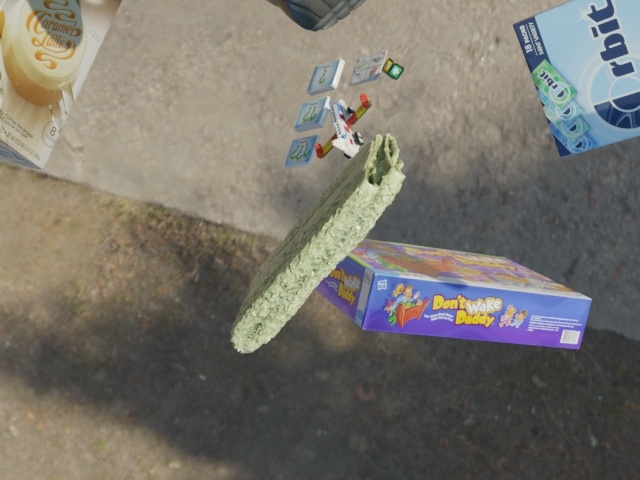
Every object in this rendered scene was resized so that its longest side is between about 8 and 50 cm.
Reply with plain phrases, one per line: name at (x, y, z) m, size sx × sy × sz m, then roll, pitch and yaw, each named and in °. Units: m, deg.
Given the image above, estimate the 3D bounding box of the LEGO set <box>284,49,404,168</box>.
LEGO set at (0.021, -0.205, 1.266) m, size 0.060 × 0.182 × 0.244 m, roll 26°, pitch 166°, yaw -31°

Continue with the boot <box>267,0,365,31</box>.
boot at (0.029, -0.368, 0.916) m, size 0.222 × 0.338 × 0.118 m, roll 41°, pitch 152°, yaw 36°

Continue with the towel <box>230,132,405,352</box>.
towel at (0.000, 0.000, 0.527) m, size 0.027 × 0.110 × 0.148 m, roll 39°, pitch 109°, yaw -8°

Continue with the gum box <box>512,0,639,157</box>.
gum box at (0.313, -0.186, 0.883) m, size 0.184 × 0.041 × 0.157 m, roll -15°, pitch 103°, yaw 39°

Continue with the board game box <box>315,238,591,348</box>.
board game box at (0.178, 0.071, 1.242) m, size 0.347 × 0.233 × 0.078 m, roll 7°, pitch 101°, yaw -23°

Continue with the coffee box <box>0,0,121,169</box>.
coffee box at (-0.312, -0.217, 0.875) m, size 0.098 × 0.247 × 0.141 m, roll 11°, pitch 162°, yaw 25°
